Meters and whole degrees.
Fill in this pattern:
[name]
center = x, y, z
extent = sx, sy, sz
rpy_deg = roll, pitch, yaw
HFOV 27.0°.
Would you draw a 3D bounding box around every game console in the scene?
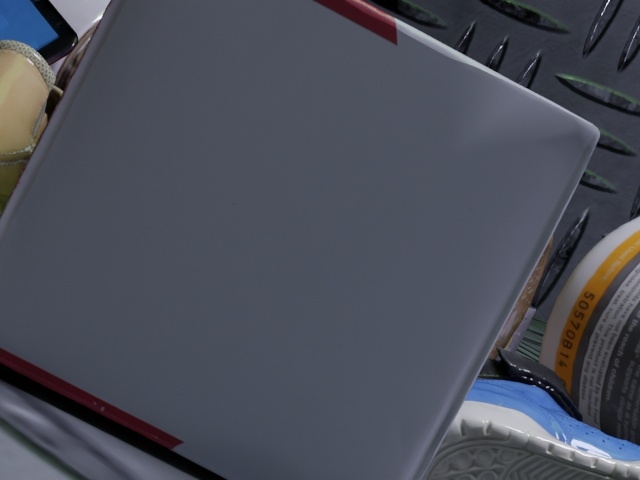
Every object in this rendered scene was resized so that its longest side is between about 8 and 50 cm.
[game console]
center = -0.236, -0.137, 0.804
extent = 0.124, 0.085, 0.144
rpy_deg = 24, 15, -40

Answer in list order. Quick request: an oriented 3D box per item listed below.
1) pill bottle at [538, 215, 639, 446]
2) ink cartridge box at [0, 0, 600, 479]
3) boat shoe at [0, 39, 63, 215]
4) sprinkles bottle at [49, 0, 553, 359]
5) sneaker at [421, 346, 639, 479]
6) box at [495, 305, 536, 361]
[pill bottle]
center = 0.263, 0.099, 0.709
extent = 0.162, 0.162, 0.278
rpy_deg = 25, 5, -40
[ink cartridge box]
center = -0.013, -0.008, 0.420
extent = 0.128, 0.127, 0.176
rpy_deg = 27, 2, -4
[boat shoe]
center = -0.131, -0.044, 0.505
extent = 0.068, 0.072, 0.190
rpy_deg = 27, 4, -7
[sprinkles bottle]
center = -0.036, -0.042, 0.826
extent = 0.355, 0.121, 0.121
rpy_deg = 29, 4, 23
[sneaker]
center = 0.095, 0.084, 0.458
extent = 0.152, 0.058, 0.084
rpy_deg = 20, 13, -8
[box]
center = 0.054, 0.027, 1.050
extent = 0.183, 0.056, 0.231
rpy_deg = 30, 4, 23
